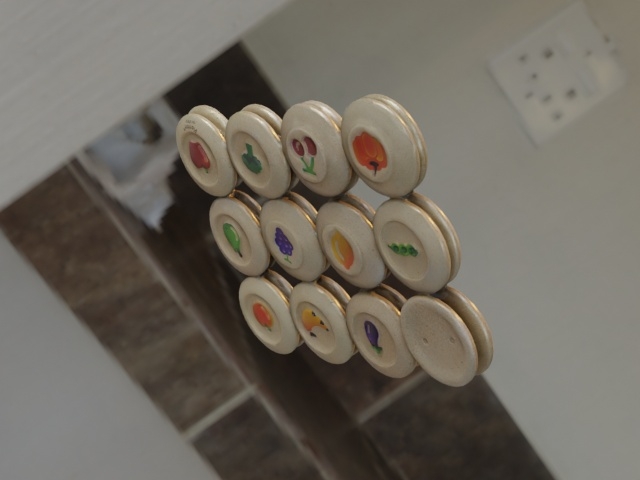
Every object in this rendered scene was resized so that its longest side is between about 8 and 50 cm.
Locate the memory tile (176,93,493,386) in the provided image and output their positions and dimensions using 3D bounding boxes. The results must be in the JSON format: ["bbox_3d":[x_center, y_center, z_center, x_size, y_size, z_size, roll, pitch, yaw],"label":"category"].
[{"bbox_3d":[0.000,0.000,0.530,0.148,0.012,0.113,3,-62,53],"label":"memory tile"}]
